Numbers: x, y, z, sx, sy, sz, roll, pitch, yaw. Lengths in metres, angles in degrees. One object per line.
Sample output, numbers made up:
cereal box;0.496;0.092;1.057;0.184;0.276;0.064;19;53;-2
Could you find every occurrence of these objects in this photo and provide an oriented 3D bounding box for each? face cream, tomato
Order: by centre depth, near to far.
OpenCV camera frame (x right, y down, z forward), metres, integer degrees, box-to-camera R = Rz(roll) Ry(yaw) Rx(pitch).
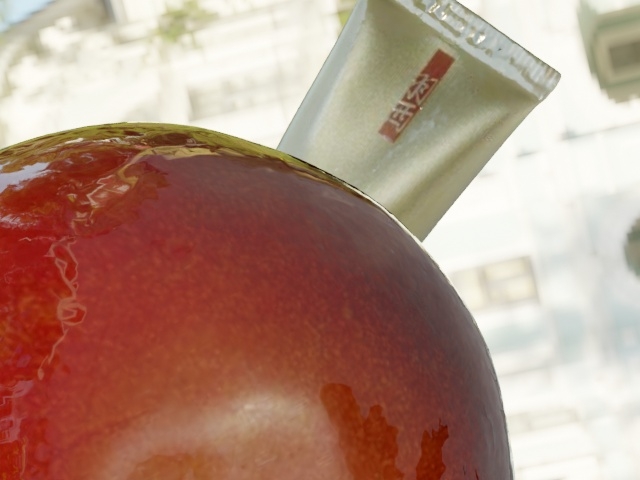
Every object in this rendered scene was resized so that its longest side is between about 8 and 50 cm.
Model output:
tomato;-0.040;0.070;0.451;0.136;0.195;0.195;27;136;66
face cream;0.000;0.000;1.188;0.137;0.341;0.084;37;-166;14
